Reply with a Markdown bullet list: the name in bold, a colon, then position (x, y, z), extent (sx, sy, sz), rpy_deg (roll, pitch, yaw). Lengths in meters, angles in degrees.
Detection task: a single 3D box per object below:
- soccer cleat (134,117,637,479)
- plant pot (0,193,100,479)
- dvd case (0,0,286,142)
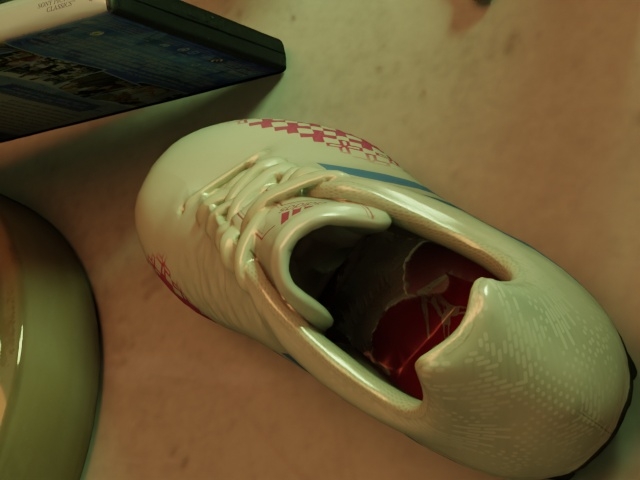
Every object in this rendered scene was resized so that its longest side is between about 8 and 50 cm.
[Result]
- **soccer cleat**: position (0.000, 0.000, 0.849), extent (0.331, 0.143, 0.116), rpy_deg (27, 85, 45)
- **plant pot**: position (-0.328, 0.071, 0.990), extent (0.323, 0.280, 0.323), rpy_deg (-19, 57, 32)
- **dvd case**: position (-0.168, -0.086, 0.991), extent (0.253, 0.180, 0.022), rpy_deg (-12, 81, 25)
